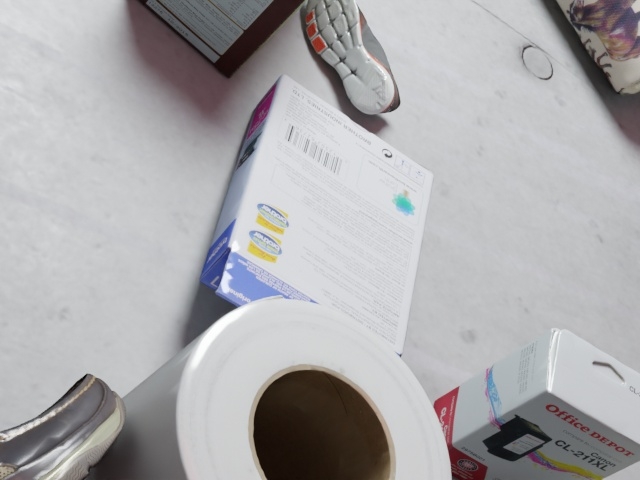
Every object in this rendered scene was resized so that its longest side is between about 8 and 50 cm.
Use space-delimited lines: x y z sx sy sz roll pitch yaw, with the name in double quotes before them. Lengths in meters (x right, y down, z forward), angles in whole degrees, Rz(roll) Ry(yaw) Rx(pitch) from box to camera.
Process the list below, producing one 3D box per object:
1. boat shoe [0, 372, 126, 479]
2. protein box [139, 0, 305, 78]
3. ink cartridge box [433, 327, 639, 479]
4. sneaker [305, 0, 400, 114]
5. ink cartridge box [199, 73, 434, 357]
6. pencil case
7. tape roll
"boat shoe" -0.277 0.174 1.041 0.130 0.132 0.355 53 44 1
"protein box" -0.047 -0.303 1.460 0.136 0.201 0.199 41 47 -10
"ink cartridge box" 0.199 0.166 1.375 0.127 0.175 0.072 30 49 -19
"sneaker" 0.035 -0.194 1.571 0.065 0.061 0.158 11 54 -65
"ink cartridge box" 0.000 0.000 1.378 0.186 0.065 0.311 32 37 -16
"pencil case" 0.333 -0.371 1.819 0.184 0.160 0.410 -23 79 -34
"tape roll" -0.043 0.187 1.184 0.246 0.169 0.246 18 55 -28
